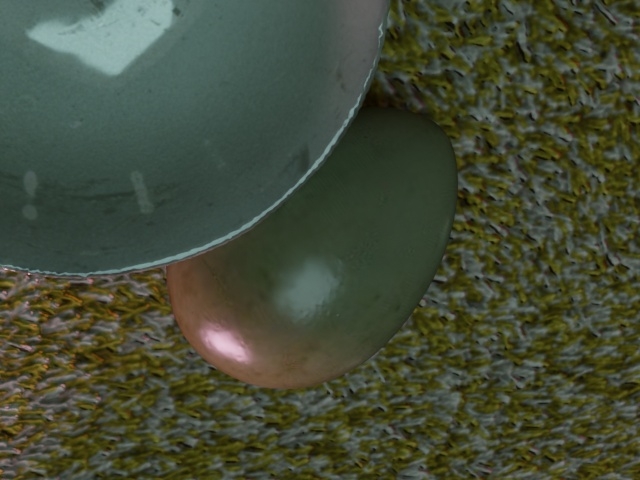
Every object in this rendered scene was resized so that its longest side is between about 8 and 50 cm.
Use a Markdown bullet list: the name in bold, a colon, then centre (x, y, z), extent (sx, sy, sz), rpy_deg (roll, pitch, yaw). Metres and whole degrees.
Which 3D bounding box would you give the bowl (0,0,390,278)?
- **bowl**: centre (-0.182, -0.202, 1.029), extent (0.435, 0.196, 0.434), rpy_deg (-9, 123, -14)

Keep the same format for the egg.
- **egg**: centre (0.000, 0.000, 1.188), extent (0.295, 0.218, 0.218), rpy_deg (-38, 122, -3)
